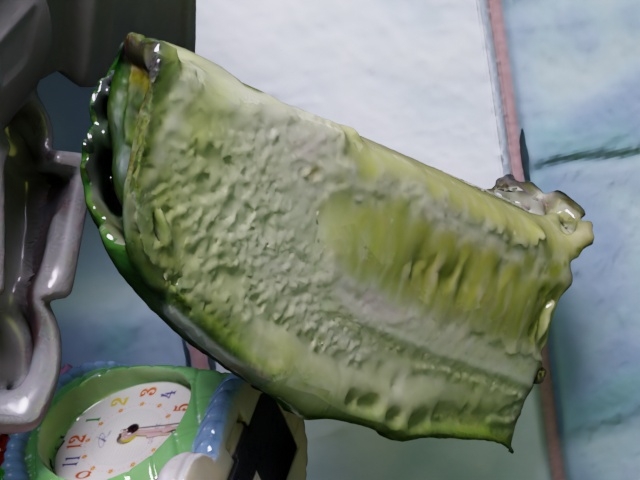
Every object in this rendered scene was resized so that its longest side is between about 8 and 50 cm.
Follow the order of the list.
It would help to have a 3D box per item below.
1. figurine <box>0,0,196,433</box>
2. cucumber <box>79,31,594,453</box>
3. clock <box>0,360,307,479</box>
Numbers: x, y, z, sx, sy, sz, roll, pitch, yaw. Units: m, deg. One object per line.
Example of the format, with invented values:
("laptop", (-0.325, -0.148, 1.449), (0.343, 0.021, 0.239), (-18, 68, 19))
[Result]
("figurine", (-0.192, -0.088, 0.537), (0.342, 0.167, 0.285), (45, 59, -3))
("cucumber", (-0.002, 0.002, 0.617), (0.325, 0.105, 0.145), (21, 87, -53))
("clock", (-0.117, 0.136, 0.620), (0.195, 0.194, 0.100), (-10, 123, 23))
